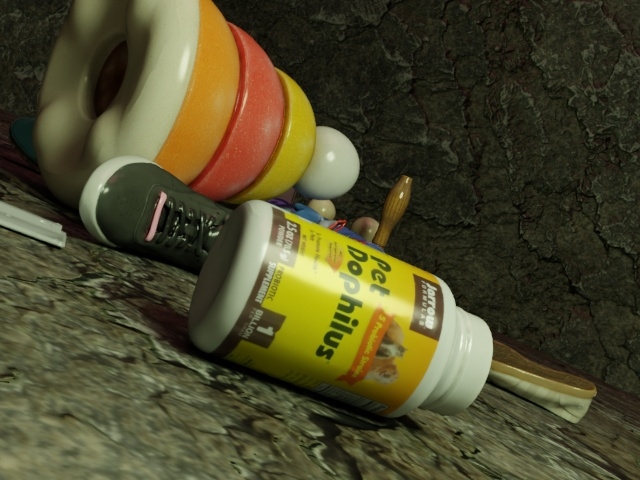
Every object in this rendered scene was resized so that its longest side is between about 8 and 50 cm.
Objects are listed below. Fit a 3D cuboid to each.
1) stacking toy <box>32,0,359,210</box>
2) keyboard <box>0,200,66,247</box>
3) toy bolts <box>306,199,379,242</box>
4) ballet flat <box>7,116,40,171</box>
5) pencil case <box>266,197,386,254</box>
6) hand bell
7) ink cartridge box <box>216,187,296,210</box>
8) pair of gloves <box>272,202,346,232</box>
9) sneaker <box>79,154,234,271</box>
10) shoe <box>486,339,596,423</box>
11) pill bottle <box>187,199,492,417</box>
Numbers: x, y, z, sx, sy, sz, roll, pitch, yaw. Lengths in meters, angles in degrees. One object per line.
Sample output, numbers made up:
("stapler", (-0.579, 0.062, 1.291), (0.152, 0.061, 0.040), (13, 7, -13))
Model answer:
("stacking toy", (-0.130, -0.165, 1.135), (0.480, 0.350, 0.351), (17, 6, -43))
("keyboard", (-0.351, -0.048, 0.694), (0.256, 0.014, 0.072), (23, 7, -19))
("toy bolts", (0.000, 0.000, 1.471), (0.229, 0.158, 0.218), (25, 2, 32))
("ballet flat", (-0.404, -0.119, 1.289), (0.241, 0.091, 0.077), (28, -29, 1))
("pencil case", (-0.020, 0.024, 1.220), (0.133, 0.119, 0.306), (-27, 29, -23))
("hand bell", (0.100, 0.005, 1.317), (0.126, 0.241, 0.126), (25, 1, -1))
("ink cartridge box", (-0.251, -0.163, 1.432), (0.279, 0.160, 0.385), (25, -16, -38))
("pair of gloves", (-0.069, -0.004, 1.136), (0.159, 0.023, 0.198), (11, 34, 41))
("sneaker", (-0.139, -0.014, 0.881), (0.147, 0.104, 0.296), (19, -4, 20))
("shoe", (0.282, 0.199, 1.130), (0.219, 0.058, 0.076), (21, 20, 20))
("pill bottle", (0.019, 0.060, 0.588), (0.215, 0.117, 0.117), (23, 2, -18))
